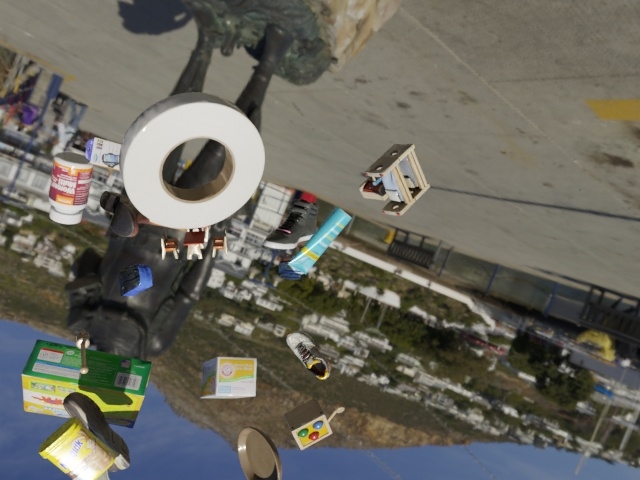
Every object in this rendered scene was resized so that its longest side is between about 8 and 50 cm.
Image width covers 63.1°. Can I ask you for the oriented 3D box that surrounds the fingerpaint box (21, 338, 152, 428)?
[{"bbox_3d":[-0.948,0.594,2.128,0.444,0.163,0.371,15,137,-15],"label":"fingerpaint box"}]

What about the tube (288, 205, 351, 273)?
[{"bbox_3d":[0.000,0.000,1.428,0.080,0.207,0.052,34,-172,-41],"label":"tube"}]

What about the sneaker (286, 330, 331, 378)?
[{"bbox_3d":[-0.040,0.430,1.966,0.225,0.088,0.093,46,-176,-3],"label":"sneaker"}]

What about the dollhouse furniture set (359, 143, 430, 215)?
[{"bbox_3d":[0.154,-0.158,1.337,0.183,0.129,0.129,13,139,50],"label":"dollhouse furniture set"}]

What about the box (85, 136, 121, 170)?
[{"bbox_3d":[-0.656,-0.265,1.612,0.136,0.081,0.028,12,173,-38],"label":"box"}]

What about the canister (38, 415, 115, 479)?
[{"bbox_3d":[-0.689,0.605,1.487,0.170,0.126,0.073,53,166,-20],"label":"canister"}]

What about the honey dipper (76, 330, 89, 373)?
[{"bbox_3d":[-0.555,0.262,1.218,0.030,0.030,0.160,23,-173,-30],"label":"honey dipper"}]

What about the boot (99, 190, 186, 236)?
[{"bbox_3d":[-0.595,-0.062,1.812,0.280,0.096,0.264,19,-172,-46],"label":"boot"}]

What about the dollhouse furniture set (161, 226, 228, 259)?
[{"bbox_3d":[-0.524,-0.028,2.187,0.262,0.135,0.259,-2,-160,-9],"label":"dollhouse furniture set"}]

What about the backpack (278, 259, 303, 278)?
[{"bbox_3d":[-0.122,0.132,2.319,0.105,0.084,0.114,8,167,-36],"label":"backpack"}]

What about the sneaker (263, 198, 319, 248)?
[{"bbox_3d":[-0.098,-0.063,1.757,0.104,0.147,0.295,16,-161,23],"label":"sneaker"}]

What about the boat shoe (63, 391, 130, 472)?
[{"bbox_3d":[-0.794,0.683,1.799,0.355,0.130,0.132,66,168,-22],"label":"boat shoe"}]

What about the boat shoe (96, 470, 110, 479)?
[{"bbox_3d":[-0.703,0.754,1.629,0.079,0.255,0.095,-6,-151,25],"label":"boat shoe"}]

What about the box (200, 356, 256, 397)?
[{"bbox_3d":[-0.262,0.391,1.474,0.114,0.103,0.203,8,160,-23],"label":"box"}]

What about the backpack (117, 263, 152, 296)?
[{"bbox_3d":[-0.645,0.133,1.843,0.120,0.098,0.101,-29,163,33],"label":"backpack"}]

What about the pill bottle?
[{"bbox_3d":[-0.840,-0.174,1.749,0.121,0.221,0.121,17,-160,-6],"label":"pill bottle"}]

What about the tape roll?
[{"bbox_3d":[-0.342,-0.205,1.415,0.392,0.392,0.072,23,-159,-44],"label":"tape roll"}]

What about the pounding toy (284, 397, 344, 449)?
[{"bbox_3d":[0.001,0.655,1.866,0.094,0.206,0.181,53,165,50],"label":"pounding toy"}]

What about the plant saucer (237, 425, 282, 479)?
[{"bbox_3d":[-0.240,0.876,2.083,0.041,0.278,0.278,-10,-157,-42],"label":"plant saucer"}]
